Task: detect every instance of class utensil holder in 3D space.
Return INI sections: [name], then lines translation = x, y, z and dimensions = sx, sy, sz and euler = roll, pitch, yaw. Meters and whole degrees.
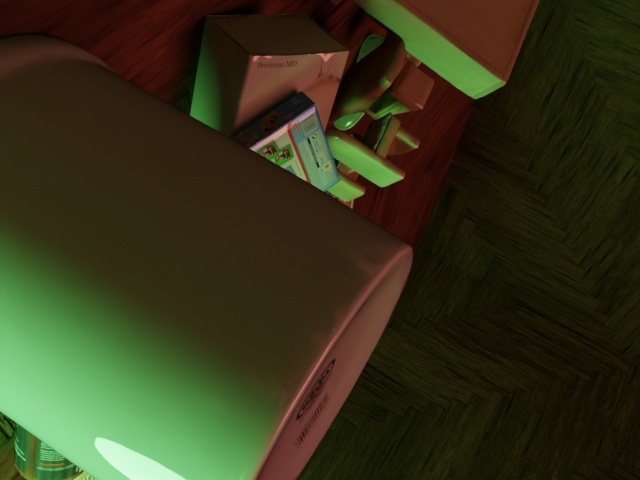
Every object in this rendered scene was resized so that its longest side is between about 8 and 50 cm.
[utensil holder]
translation = -0.155, 0.042, 0.612
dimensions = 0.327, 0.386, 0.327
euler = -54, 164, -23

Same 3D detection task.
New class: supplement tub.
[supplement tub]
translation = -0.347, 0.229, 0.889
dimensions = 0.106, 0.106, 0.197
euler = -41, 157, -53

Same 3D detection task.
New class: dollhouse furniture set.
[dollhouse furniture set]
translation = 0.089, -0.306, 1.041
dimensions = 0.394, 0.257, 0.361
euler = -16, -134, 64

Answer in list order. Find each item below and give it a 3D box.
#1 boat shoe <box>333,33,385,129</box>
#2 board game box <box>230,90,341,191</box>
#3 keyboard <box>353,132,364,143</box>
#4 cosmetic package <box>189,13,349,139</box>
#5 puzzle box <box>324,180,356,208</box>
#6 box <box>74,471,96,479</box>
[boat shoe]
translation = 0.090, -0.321, 1.387
dimensions = 0.206, 0.075, 0.065
euler = -67, 162, 7
[board game box]
translation = -0.082, -0.076, 0.875
dimensions = 0.212, 0.039, 0.160
euler = -36, 147, -9
[keyboard]
translation = 0.090, -0.213, 1.711
dimensions = 0.108, 0.023, 0.180
euler = -62, 165, 10
[cosmetic package]
translation = -0.090, -0.144, 0.927
dimensions = 0.160, 0.113, 0.309
euler = -15, 140, -35
[puzzle box]
translation = 0.000, 0.000, 1.525
dimensions = 0.272, 0.052, 0.408
euler = -35, 134, -62
[box]
translation = -0.316, 0.339, 1.106
dimensions = 0.123, 0.128, 0.257
euler = -39, 171, 16
